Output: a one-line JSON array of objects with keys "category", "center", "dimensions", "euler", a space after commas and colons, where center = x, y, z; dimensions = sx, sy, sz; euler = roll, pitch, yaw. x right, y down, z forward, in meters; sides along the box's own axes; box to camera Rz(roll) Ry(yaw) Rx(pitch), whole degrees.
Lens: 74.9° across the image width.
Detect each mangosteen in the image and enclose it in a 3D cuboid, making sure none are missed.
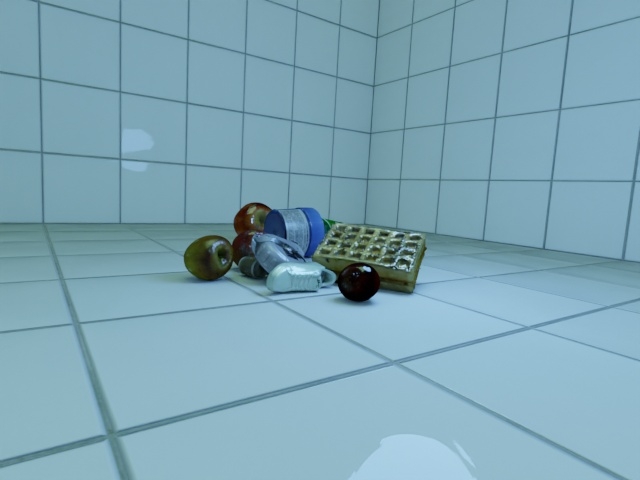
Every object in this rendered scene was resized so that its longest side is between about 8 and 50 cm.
[{"category": "mangosteen", "center": [0.121, 0.132, 1.291], "dimensions": [0.140, 0.139, 0.140], "euler": [3, 7, 0]}]

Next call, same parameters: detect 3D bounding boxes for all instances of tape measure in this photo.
[{"category": "tape measure", "center": [-0.138, 0.067, 1.491], "dimensions": [0.236, 0.120, 0.197], "euler": [24, 22, -46]}]

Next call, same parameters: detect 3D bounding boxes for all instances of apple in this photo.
[{"category": "apple", "center": [-0.395, 0.057, 1.464], "dimensions": [0.147, 0.163, 0.146], "euler": [-5, -42, 36]}, {"category": "apple", "center": [-0.388, -0.101, 2.503], "dimensions": [0.272, 0.251, 0.207], "euler": [-21, 3, -41]}]

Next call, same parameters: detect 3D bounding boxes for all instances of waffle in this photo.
[{"category": "waffle", "center": [0.186, 0.054, 1.546], "dimensions": [0.377, 0.113, 0.261], "euler": [8, 35, 21]}]

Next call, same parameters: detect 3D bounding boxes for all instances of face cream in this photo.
[{"category": "face cream", "center": [-0.137, -0.040, 2.054], "dimensions": [0.225, 0.248, 0.249], "euler": [-2, 9, -34]}]

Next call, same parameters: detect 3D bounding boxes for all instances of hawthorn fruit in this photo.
[{"category": "hawthorn fruit", "center": [-0.277, 0.039, 1.684], "dimensions": [0.173, 0.172, 0.173], "euler": [3, 7, 0]}]

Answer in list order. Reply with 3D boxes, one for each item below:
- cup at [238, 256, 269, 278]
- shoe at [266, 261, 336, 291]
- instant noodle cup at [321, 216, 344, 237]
[{"category": "cup", "center": [-0.241, 0.097, 1.559], "dimensions": [0.099, 0.074, 0.102], "euler": [9, 9, 44]}, {"category": "shoe", "center": [-0.053, 0.123, 1.368], "dimensions": [0.110, 0.094, 0.265], "euler": [19, 17, 33]}, {"category": "instant noodle cup", "center": [0.041, -0.028, 2.275], "dimensions": [0.207, 0.206, 0.233], "euler": [8, 5, 34]}]
